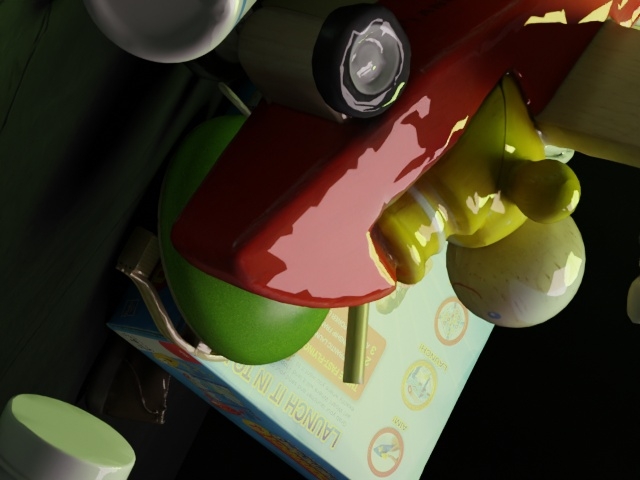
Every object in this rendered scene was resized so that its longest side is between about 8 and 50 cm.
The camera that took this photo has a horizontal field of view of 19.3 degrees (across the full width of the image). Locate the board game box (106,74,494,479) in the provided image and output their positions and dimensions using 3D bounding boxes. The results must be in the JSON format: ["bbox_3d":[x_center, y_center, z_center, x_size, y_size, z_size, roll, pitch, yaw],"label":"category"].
[{"bbox_3d":[0.018,0.022,1.540,0.086,0.308,0.302,9,-116,47],"label":"board game box"}]

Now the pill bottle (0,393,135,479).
[{"bbox_3d":[-0.182,0.190,1.071,0.193,0.108,0.108,-63,178,11],"label":"pill bottle"}]

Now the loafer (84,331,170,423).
[{"bbox_3d":[-0.112,0.057,1.545,0.220,0.078,0.080,-62,178,-11],"label":"loafer"}]

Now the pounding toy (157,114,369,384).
[{"bbox_3d":[0.000,0.000,1.352,0.237,0.110,0.183,21,67,-49],"label":"pounding toy"}]

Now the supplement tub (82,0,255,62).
[{"bbox_3d":[-0.051,-0.125,0.781,0.071,0.071,0.107,-64,178,34],"label":"supplement tub"}]

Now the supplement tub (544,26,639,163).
[{"bbox_3d":[0.176,-0.218,1.370,0.316,0.228,0.228,-56,-179,22],"label":"supplement tub"}]

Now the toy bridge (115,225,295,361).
[{"bbox_3d":[-0.080,0.054,1.369,0.188,0.026,0.063,33,85,-45],"label":"toy bridge"}]

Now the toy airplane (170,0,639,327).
[{"bbox_3d":[0.116,-0.082,1.137,0.386,0.384,0.272,-86,164,-62],"label":"toy airplane"}]
